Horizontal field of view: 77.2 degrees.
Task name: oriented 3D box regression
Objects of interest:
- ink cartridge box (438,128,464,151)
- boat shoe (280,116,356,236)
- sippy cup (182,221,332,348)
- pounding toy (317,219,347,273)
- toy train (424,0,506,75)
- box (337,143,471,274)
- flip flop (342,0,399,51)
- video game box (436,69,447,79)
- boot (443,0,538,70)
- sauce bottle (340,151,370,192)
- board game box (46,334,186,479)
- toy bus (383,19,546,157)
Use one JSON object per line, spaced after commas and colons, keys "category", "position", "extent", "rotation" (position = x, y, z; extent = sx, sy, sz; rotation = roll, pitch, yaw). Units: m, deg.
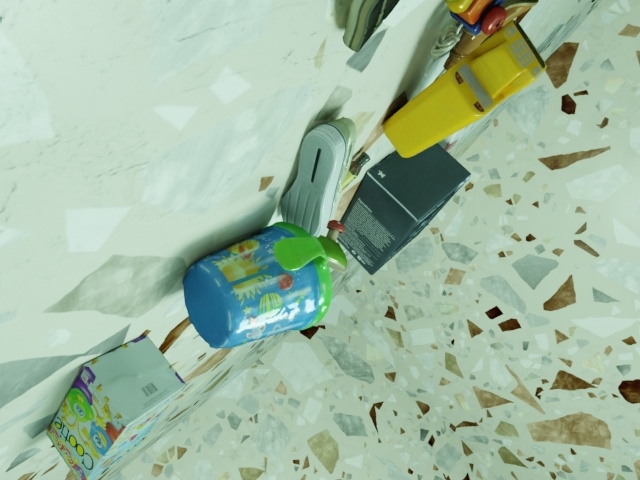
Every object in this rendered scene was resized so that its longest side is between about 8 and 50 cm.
{"category": "ink cartridge box", "position": [0.462, -0.410, 1.286], "extent": [0.218, 0.092, 0.158], "rotation": [-42, 168, -2]}
{"category": "boat shoe", "position": [0.002, -0.103, 0.786], "extent": [0.094, 0.109, 0.302], "rotation": [-38, 164, -35]}
{"category": "sippy cup", "position": [-0.134, 0.097, 0.791], "extent": [0.224, 0.240, 0.305], "rotation": [-17, 128, -45]}
{"category": "pounding toy", "position": [0.000, 0.000, 1.070], "extent": [0.237, 0.183, 0.110], "rotation": [65, 46, -78]}
{"category": "toy train", "position": [0.214, -0.367, 0.610], "extent": [0.143, 0.105, 0.248], "rotation": [-13, 149, -49]}
{"category": "box", "position": [0.256, -0.110, 1.349], "extent": [0.293, 0.212, 0.395], "rotation": [-37, 166, -28]}
{"category": "flip flop", "position": [0.061, -0.297, 0.401], "extent": [0.112, 0.080, 0.277], "rotation": [-47, -176, -8]}
{"category": "video game box", "position": [0.383, -0.443, 1.016], "extent": [0.187, 0.048, 0.205], "rotation": [-51, 166, 25]}
{"category": "boot", "position": [0.352, -0.447, 0.848], "extent": [0.197, 0.073, 0.152], "rotation": [-25, 161, -22]}
{"category": "sauce bottle", "position": [0.066, -0.159, 0.958], "extent": [0.128, 0.042, 0.042], "rotation": [-43, 168, 3]}
{"category": "board game box", "position": [-0.428, 0.352, 0.833], "extent": [0.275, 0.142, 0.144], "rotation": [-50, 167, 27]}
{"category": "toy bus", "position": [0.261, -0.278, 0.797], "extent": [0.130, 0.108, 0.332], "rotation": [-39, -173, -17]}
